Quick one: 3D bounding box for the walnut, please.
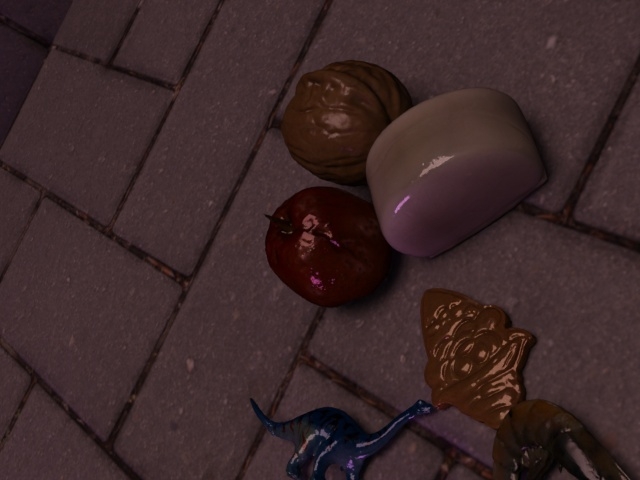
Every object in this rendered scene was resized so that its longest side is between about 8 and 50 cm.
[{"bbox_3d":[0.040,-0.180,1.439,0.213,0.213,0.213,-21,56,36],"label":"walnut"}]

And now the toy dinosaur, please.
[{"bbox_3d":[0.005,0.289,1.318,0.329,0.076,0.144,-8,59,39],"label":"toy dinosaur"}]

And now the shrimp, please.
[{"bbox_3d":[0.276,0.283,1.080,0.217,0.051,0.150,45,110,43],"label":"shrimp"}]

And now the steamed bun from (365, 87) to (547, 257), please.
[{"bbox_3d":[0.169,-0.098,1.287,0.241,0.164,0.146,-36,47,27],"label":"steamed bun"}]

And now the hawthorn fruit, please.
[{"bbox_3d":[0.000,0.000,1.374,0.179,0.200,0.179,-27,47,34],"label":"hawthorn fruit"}]

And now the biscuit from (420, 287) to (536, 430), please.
[{"bbox_3d":[0.195,0.148,1.238,0.162,0.035,0.250,-45,44,13],"label":"biscuit"}]
